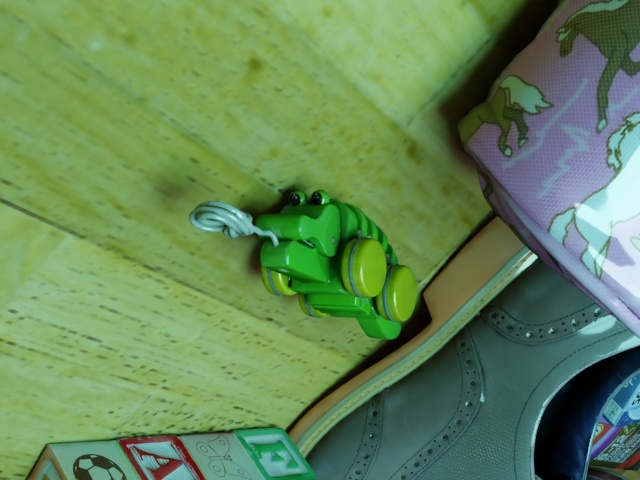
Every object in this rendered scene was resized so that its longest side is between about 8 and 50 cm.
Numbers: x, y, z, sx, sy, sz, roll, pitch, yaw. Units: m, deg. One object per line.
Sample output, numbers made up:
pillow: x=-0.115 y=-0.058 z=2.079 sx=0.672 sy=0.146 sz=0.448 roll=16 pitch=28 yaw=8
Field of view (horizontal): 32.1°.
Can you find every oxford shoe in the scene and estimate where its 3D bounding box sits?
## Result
oxford shoe: x=0.076 y=0.138 z=0.690 sx=0.130 sy=0.133 sz=0.363 roll=12 pitch=121 yaw=-51

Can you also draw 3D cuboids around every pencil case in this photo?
pencil case: x=0.242 y=-0.129 z=0.527 sx=0.386 sy=0.160 sz=0.167 roll=-48 pitch=153 yaw=10

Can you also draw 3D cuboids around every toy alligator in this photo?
toy alligator: x=0.000 y=0.000 z=0.535 sx=0.190 sy=0.056 sz=0.051 roll=38 pitch=58 yaw=-55

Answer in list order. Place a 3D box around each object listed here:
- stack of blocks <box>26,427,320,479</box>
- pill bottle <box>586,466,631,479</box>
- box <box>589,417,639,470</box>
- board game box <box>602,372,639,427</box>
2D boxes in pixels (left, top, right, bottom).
stack of blocks: x=-0.131 y=0.247 z=0.650 sx=0.171 sy=0.087 sz=0.297 roll=5 pitch=126 yaw=-47
pill bottle: x=0.173 y=0.270 z=0.818 sx=0.176 sy=0.176 sz=0.318 roll=-48 pitch=162 yaw=11
box: x=0.304 y=0.065 z=0.903 sx=0.293 sy=0.057 sz=0.201 roll=-51 pitch=145 yaw=15
board game box: x=0.282 y=0.039 z=0.775 sx=0.136 sy=0.035 sz=0.201 roll=-3 pitch=129 yaw=-34
